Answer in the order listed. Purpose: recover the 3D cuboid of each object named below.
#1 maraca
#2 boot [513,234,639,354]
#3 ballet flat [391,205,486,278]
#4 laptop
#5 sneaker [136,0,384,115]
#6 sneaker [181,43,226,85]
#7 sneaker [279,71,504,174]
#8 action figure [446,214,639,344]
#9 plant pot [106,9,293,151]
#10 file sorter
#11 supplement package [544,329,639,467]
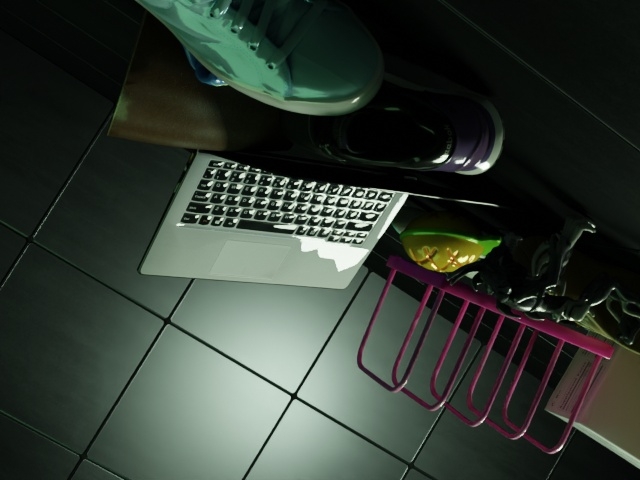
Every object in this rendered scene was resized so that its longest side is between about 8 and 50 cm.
[{"bbox_3d":[0.222,0.003,1.726,0.185,0.099,0.127,6,169,7],"label":"maraca"},{"bbox_3d":[0.398,0.093,1.497,0.262,0.095,0.203,28,176,18],"label":"boot"},{"bbox_3d":[0.224,-0.006,1.867,0.213,0.072,0.068,32,148,-19],"label":"ballet flat"},{"bbox_3d":[0.000,0.000,1.508,0.381,0.408,0.236,6,-138,-31],"label":"laptop"},{"bbox_3d":[-0.101,-0.241,0.991,0.365,0.135,0.150,31,178,1],"label":"sneaker"},{"bbox_3d":[-0.080,-0.212,1.192,0.240,0.126,0.091,36,174,-39],"label":"sneaker"},{"bbox_3d":[0.042,-0.129,1.104,0.283,0.107,0.124,11,-167,41],"label":"sneaker"},{"bbox_3d":[0.307,0.043,1.333,0.275,0.141,0.164,16,177,0],"label":"action figure"},{"bbox_3d":[-0.132,-0.202,1.351,0.230,0.216,0.215,17,178,-12],"label":"plant pot"},{"bbox_3d":[0.226,0.168,1.530,0.290,0.182,0.202,22,-179,-19],"label":"file sorter"},{"bbox_3d":[0.530,0.254,1.652,0.261,0.204,0.145,32,174,-8],"label":"supplement package"}]
